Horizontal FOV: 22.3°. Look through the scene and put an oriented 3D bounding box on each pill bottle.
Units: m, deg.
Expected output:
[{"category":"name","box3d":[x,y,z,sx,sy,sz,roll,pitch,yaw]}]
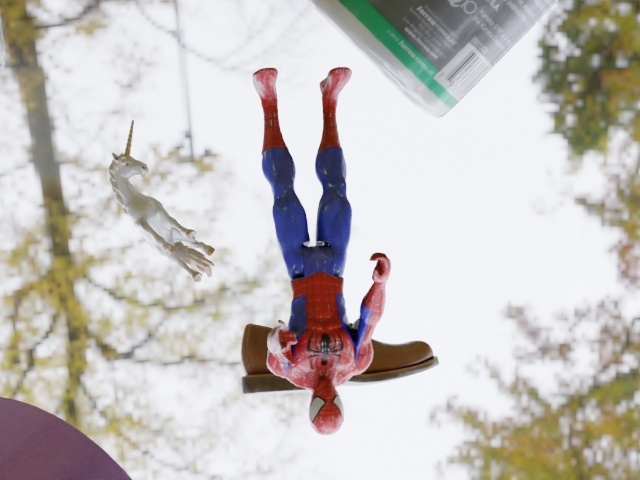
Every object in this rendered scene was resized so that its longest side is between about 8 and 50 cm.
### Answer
[{"category":"pill bottle","box3d":[0.167,-0.313,1.589,0.361,0.204,0.204,-46,-149,6]}]

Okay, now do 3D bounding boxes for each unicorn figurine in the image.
[{"category":"unicorn figurine","box3d":[-0.161,-0.022,1.607,0.060,0.162,0.111,-37,-124,-22]}]

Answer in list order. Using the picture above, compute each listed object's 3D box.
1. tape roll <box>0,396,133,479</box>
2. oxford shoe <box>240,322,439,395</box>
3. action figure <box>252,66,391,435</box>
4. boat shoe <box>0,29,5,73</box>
[{"category":"tape roll","box3d":[-0.240,0.260,1.260,0.275,0.274,0.090,13,-148,27]},{"category":"oxford shoe","box3d":[0.022,0.099,1.485,0.212,0.076,0.076,1,169,-36]},{"category":"action figure","box3d":[0.000,0.000,1.189,0.091,0.280,0.139,-2,169,-10]},{"category":"boat shoe","box3d":[-0.357,-0.211,1.153,0.108,0.301,0.102,-43,179,10]}]
